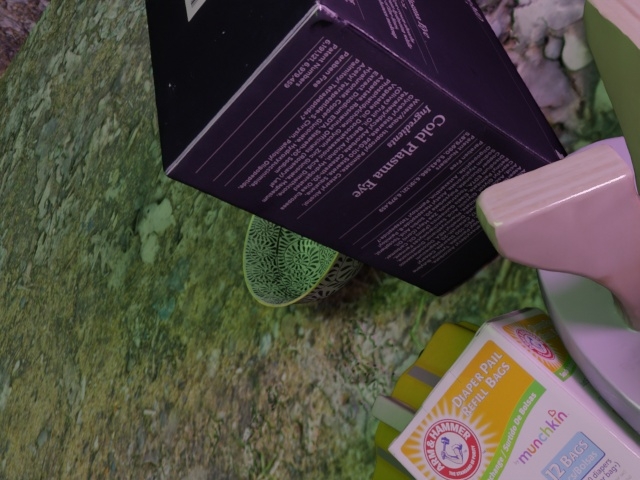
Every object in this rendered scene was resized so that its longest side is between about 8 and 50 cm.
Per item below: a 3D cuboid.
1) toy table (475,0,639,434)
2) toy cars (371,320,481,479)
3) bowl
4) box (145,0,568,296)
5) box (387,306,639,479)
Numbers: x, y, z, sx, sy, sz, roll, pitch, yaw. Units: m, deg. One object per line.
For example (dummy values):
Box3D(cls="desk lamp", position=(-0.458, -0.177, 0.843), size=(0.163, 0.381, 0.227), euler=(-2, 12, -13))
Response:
Box3D(cls="toy table", position=(0.209, -0.011, 0.424), size=(0.252, 0.160, 0.274), euler=(-29, 46, -8))
Box3D(cls="toy cars", position=(0.158, 0.096, 0.603), size=(0.394, 0.087, 0.176), euler=(-40, 45, 30))
Box3D(cls="bowl", position=(0.000, 0.000, 0.853), size=(0.170, 0.080, 0.170), euler=(-27, 53, 41))
Box3D(cls="box", position=(0.022, -0.167, 0.723), size=(0.179, 0.313, 0.343), euler=(-42, 42, 29))
Box3D(cls="box", position=(0.161, 0.149, 0.488), size=(0.203, 0.103, 0.114), euler=(44, 112, 23))
